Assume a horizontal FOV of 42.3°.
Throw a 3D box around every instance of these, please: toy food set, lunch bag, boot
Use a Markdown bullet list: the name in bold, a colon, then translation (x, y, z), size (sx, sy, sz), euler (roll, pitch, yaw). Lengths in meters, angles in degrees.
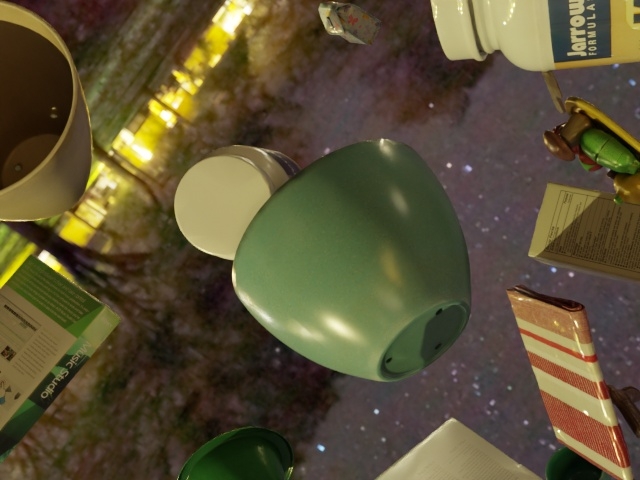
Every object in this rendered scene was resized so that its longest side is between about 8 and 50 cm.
- **toy food set**: translation (0.343, -0.111, 1.049), size (0.071, 0.218, 0.128), euler (-45, 154, 4)
- **lunch bag**: translation (0.040, -0.341, 1.286), size (0.053, 0.083, 0.071), euler (-62, -149, 3)
- **boot**: translation (0.555, 0.304, 1.442), size (0.037, 0.106, 0.114), euler (-64, -145, 23)

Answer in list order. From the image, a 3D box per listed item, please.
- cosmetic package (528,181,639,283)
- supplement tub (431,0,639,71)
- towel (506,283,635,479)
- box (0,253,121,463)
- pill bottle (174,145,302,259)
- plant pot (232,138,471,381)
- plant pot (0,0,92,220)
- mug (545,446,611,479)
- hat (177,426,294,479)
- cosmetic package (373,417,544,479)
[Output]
- **cosmetic package**: translation (0.557, 0.000, 1.524), size (0.129, 0.296, 0.153), euler (19, 87, -62)
- **supplement tub**: translation (0.257, -0.262, 0.685), size (0.316, 0.228, 0.228), euler (-3, -143, 19)
- **towel**: translation (0.442, 0.243, 1.455), size (0.037, 0.329, 0.237), euler (-23, -169, -10)
- **box**: translation (-0.521, 0.199, 1.402), size (0.232, 0.058, 0.322), euler (27, -108, 34)
- **pill bottle**: translation (-0.102, -0.052, 1.129), size (0.153, 0.153, 0.265), euler (-52, 178, 8)
- **plant pot**: translation (0.068, 0.052, 0.994), size (0.290, 0.290, 0.195), euler (-50, -124, 16)
- **plant pot**: translation (-0.400, -0.126, 1.069), size (0.256, 0.256, 0.274), euler (-57, 170, -12)
- **mug**: translation (0.597, 0.535, 1.855), size (0.158, 0.097, 0.129), euler (-16, -140, 26)
- **hat**: translation (-0.083, 0.379, 1.151), size (0.208, 0.173, 0.183), euler (-35, -145, -2)
- **cosmetic package**: translation (0.166, 0.376, 0.921), size (0.377, 0.284, 0.097), euler (-18, 132, -53)
